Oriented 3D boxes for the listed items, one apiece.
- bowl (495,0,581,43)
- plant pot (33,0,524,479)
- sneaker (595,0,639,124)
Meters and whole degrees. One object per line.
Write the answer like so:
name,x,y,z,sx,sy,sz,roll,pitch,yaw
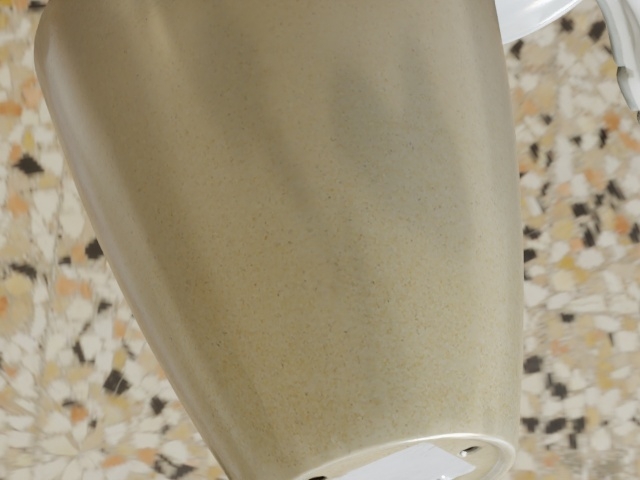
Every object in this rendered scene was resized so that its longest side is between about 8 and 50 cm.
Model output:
bowl,0.072,-0.281,0.934,0.298,0.134,0.297,-3,79,17
plant pot,0.000,0.000,0.735,0.257,0.256,0.274,-9,61,-11
sneaker,0.167,-0.114,0.558,0.297,0.129,0.111,32,62,-44
